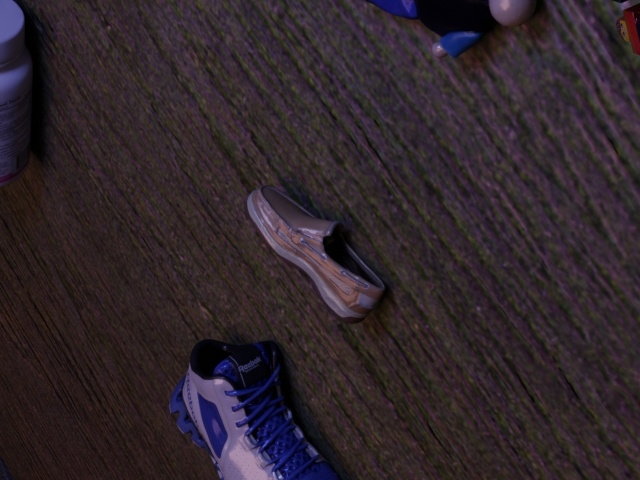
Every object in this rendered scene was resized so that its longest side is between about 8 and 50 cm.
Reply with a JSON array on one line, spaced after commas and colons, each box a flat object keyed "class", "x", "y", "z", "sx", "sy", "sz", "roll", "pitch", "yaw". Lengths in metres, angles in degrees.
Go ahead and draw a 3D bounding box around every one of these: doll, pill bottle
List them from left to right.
[{"class": "pill bottle", "x": -0.517, "y": -0.225, "z": 1.498, "sx": 0.160, "sy": 0.160, "sz": 0.283, "roll": 45, "pitch": 140, "yaw": 23}, {"class": "doll", "x": 0.097, "y": -0.218, "z": 0.833, "sx": 0.189, "sy": 0.046, "sz": 0.129, "roll": 30, "pitch": 134, "yaw": 38}]

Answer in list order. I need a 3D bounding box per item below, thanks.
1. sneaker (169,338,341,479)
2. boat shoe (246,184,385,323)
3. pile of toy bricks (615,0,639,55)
[{"class": "sneaker", "x": -0.086, "y": 0.239, "z": 1.289, "sx": 0.315, "sy": 0.127, "sz": 0.182, "roll": 42, "pitch": 142, "yaw": 28}, {"class": "boat shoe", "x": 0.000, "y": 0.000, "z": 1.092, "sx": 0.190, "sy": 0.068, "sz": 0.072, "roll": 45, "pitch": 130, "yaw": 8}, {"class": "pile of toy bricks", "x": 0.214, "y": -0.225, "z": 0.651, "sx": 0.105, "sy": 0.118, "sz": 0.212, "roll": -119, "pitch": 6, "yaw": -67}]
